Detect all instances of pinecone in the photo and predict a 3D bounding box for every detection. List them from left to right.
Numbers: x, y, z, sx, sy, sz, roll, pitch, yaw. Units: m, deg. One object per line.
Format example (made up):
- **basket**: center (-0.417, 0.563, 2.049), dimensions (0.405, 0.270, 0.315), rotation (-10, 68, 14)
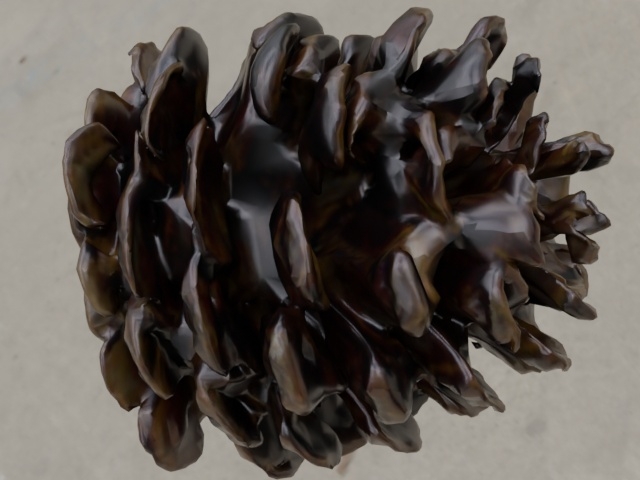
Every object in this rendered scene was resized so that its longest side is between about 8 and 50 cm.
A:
- **pinecone**: center (0.000, 0.000, 0.580), dimensions (0.272, 0.224, 0.224), rotation (-1, 54, 27)
